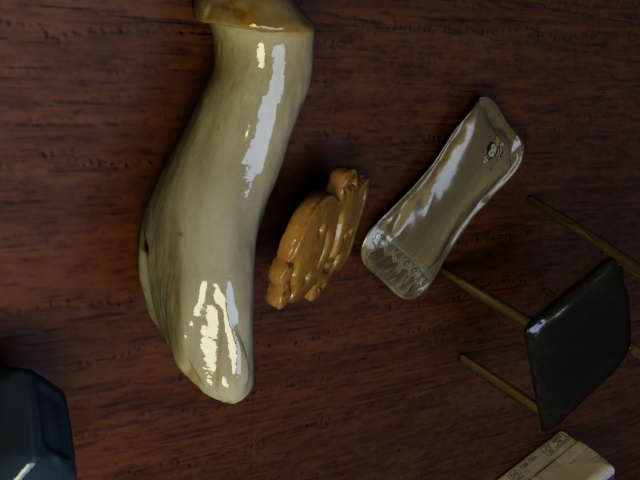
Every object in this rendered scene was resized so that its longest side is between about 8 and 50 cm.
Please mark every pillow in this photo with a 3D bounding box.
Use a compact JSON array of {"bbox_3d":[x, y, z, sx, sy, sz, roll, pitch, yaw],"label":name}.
[{"bbox_3d":[0.131,-0.041,1.173,0.217,0.033,0.130,-52,136,-5],"label":"pillow"}]

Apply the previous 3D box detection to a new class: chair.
[{"bbox_3d":[0.281,0.101,1.220,0.166,0.272,0.188,-37,133,-21],"label":"chair"}]

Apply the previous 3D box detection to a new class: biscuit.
[{"bbox_3d":[0.004,-0.004,1.031,0.133,0.027,0.184,-69,164,7],"label":"biscuit"}]

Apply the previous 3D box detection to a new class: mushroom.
[{"bbox_3d":[-0.068,-0.050,0.904,0.122,0.159,0.329,-4,112,-45],"label":"mushroom"}]

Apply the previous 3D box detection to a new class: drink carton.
[{"bbox_3d":[0.328,0.396,1.563,0.134,0.102,0.222,-32,132,-27],"label":"drink carton"}]

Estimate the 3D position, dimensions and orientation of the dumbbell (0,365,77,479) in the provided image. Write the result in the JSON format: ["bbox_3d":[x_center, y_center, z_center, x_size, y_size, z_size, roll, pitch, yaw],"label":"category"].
[{"bbox_3d":[-0.308,0.111,0.768,0.160,0.144,0.325,-50,143,-9],"label":"dumbbell"}]
